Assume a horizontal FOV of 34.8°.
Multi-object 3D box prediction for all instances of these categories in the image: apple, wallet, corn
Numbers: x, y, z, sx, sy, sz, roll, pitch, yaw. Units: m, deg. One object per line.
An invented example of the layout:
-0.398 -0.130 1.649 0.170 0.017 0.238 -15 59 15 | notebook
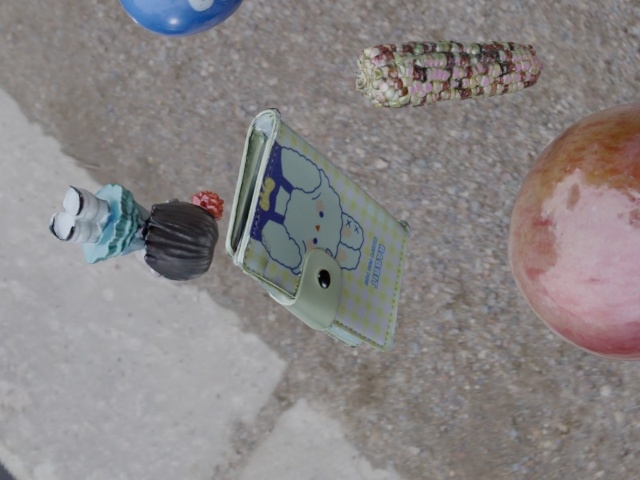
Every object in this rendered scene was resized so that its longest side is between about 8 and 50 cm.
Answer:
0.397 -0.015 1.334 0.269 0.345 0.344 13 92 33 | apple
0.000 0.000 1.341 0.077 0.309 0.223 -4 62 39 | wallet
0.180 -0.239 1.445 0.092 0.281 0.092 172 90 -68 | corn

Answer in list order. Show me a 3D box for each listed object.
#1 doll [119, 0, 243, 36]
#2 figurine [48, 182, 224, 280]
-0.180 -0.361 1.169 0.256 0.215 0.161 57 146 4 | doll
-0.244 -0.020 1.418 0.110 0.246 0.137 31 102 45 | figurine
